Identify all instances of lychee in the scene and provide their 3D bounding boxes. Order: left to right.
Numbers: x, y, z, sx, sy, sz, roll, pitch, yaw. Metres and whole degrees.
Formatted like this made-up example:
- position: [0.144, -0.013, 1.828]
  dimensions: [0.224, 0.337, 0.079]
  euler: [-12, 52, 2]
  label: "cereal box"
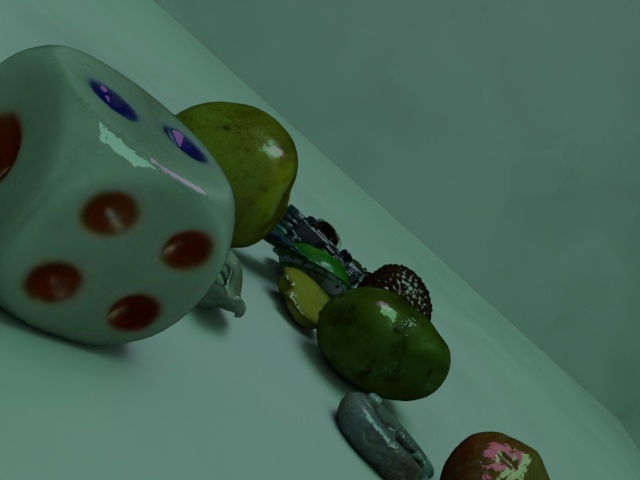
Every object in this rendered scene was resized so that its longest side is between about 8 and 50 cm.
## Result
- position: [0.175, 0.149, 2.240]
  dimensions: [0.238, 0.200, 0.200]
  euler: [41, 9, 33]
  label: "lychee"

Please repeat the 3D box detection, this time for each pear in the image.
- position: [-0.194, -0.138, 1.790]
  dimensions: [0.304, 0.304, 0.304]
  euler: [41, 13, -11]
  label: "pear"

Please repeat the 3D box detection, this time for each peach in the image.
- position: [0.317, 0.456, 1.624]
  dimensions: [0.232, 0.232, 0.232]
  euler: [41, 13, -11]
  label: "peach"

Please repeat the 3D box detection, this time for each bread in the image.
- position: [-0.030, 0.141, 1.915]
  dimensions: [0.187, 0.065, 0.149]
  euler: [34, 26, -47]
  label: "bread"

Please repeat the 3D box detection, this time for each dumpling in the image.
- position: [-0.180, 0.077, 1.566]
  dimensions: [0.188, 0.108, 0.127]
  euler: [38, -23, 55]
  label: "dumpling"

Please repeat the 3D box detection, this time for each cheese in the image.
- position: [-0.042, 0.047, 2.016]
  dimensions: [0.203, 0.083, 0.320]
  euler: [20, -11, 39]
  label: "cheese"

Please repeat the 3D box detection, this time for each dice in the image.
- position: [-0.312, -0.060, 1.203]
  dimensions: [0.304, 0.277, 0.304]
  euler: [32, 14, -47]
  label: "dice"

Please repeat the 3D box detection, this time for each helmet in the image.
- position: [0.000, 0.000, 2.467]
  dimensions: [0.111, 0.057, 0.089]
  euler: [51, 46, -10]
  label: "helmet"

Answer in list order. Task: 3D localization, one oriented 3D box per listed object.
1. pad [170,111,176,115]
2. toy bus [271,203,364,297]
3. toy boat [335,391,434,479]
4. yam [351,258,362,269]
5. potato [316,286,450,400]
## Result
- position: [-0.460, -0.354, 2.170]
  dimensions: [0.245, 0.006, 0.170]
  euler: [31, 11, 11]
  label: "pad"
- position: [-0.012, 0.029, 2.209]
  dimensions: [0.262, 0.091, 0.109]
  euler: [46, -26, 6]
  label: "toy bus"
- position: [0.129, 0.359, 1.623]
  dimensions: [0.227, 0.085, 0.155]
  euler: [44, 13, 0]
  label: "toy boat"
- position: [0.018, 0.039, 2.387]
  dimensions: [0.252, 0.061, 0.061]
  euler: [33, 16, -40]
  label: "yam"
- position: [0.130, 0.216, 1.819]
  dimensions: [0.304, 0.216, 0.216]
  euler: [46, 10, -27]
  label: "potato"
